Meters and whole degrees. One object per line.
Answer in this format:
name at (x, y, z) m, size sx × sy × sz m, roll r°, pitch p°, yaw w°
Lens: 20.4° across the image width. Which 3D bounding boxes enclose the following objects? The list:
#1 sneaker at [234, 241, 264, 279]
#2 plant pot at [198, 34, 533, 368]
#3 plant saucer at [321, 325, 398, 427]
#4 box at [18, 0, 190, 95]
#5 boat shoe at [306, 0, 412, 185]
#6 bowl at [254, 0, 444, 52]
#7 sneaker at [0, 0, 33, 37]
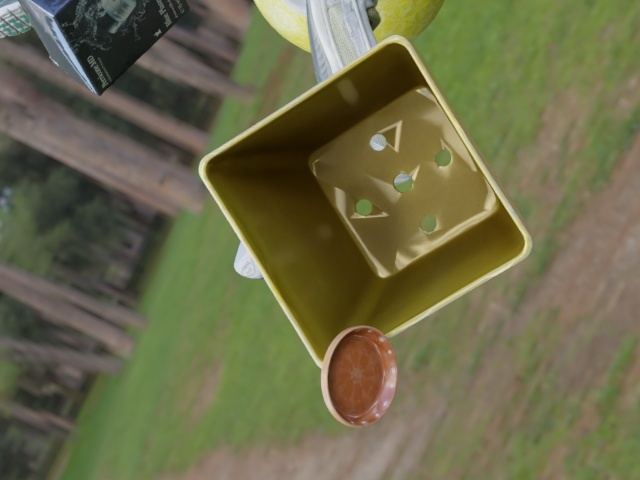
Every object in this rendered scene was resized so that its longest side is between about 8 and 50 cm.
sneaker at (0.000, 0.000, 2.340) m, size 0.268 × 0.153 × 0.101 m, roll -38°, pitch 31°, yaw 58°
plant pot at (0.055, -0.040, 1.561) m, size 0.212 × 0.212 × 0.187 m, roll -32°, pitch 0°, yaw 15°
plant saucer at (0.031, 0.111, 1.459) m, size 0.013 × 0.083 × 0.083 m, roll 1°, pitch 58°, yaw 46°
box at (-0.252, -0.280, 2.044) m, size 0.158 × 0.093 × 0.156 m, roll -46°, pitch -32°, yaw -13°
boat shoe at (0.046, -0.207, 2.000) m, size 0.118 × 0.103 × 0.320 m, roll 88°, pitch 170°, yaw -69°
bowl at (0.014, -0.362, 2.297) m, size 0.289 × 0.289 × 0.156 m, roll -62°, pitch -10°, yaw 26°
sneaker at (-0.456, -0.314, 2.447) m, size 0.166 × 0.076 × 0.065 m, roll -23°, pitch -24°, yaw 3°
